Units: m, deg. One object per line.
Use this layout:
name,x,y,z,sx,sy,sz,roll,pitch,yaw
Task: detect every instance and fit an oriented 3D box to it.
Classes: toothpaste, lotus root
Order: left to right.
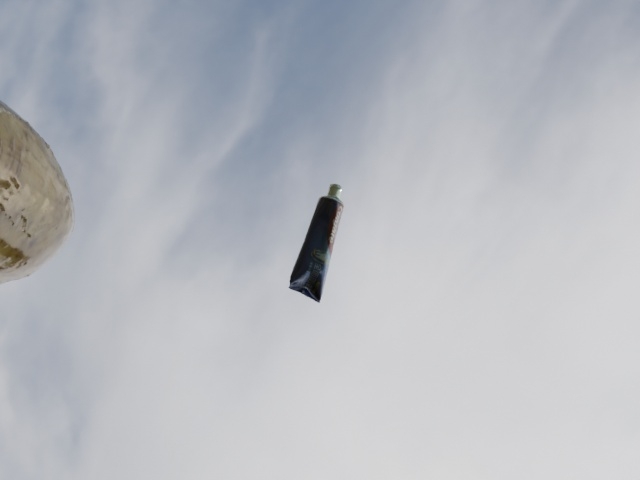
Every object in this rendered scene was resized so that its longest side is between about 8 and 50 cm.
lotus root,-0.121,-0.017,0.343,0.072,0.152,0.063,-23,-108,-1
toothpaste,0.000,0.000,0.739,0.019,0.027,0.083,-14,-124,62
